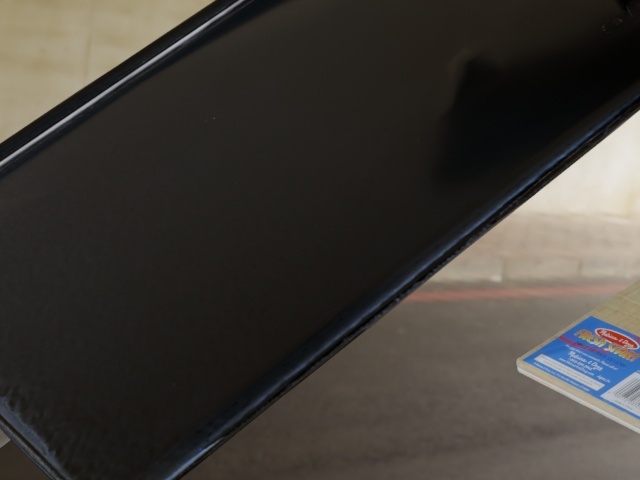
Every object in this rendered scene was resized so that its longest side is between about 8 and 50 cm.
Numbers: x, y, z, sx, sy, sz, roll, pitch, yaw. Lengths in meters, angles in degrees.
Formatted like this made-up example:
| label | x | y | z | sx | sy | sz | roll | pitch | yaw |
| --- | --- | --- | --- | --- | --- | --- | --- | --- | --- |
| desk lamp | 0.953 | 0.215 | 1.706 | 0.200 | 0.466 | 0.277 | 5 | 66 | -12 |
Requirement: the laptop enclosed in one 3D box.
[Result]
| label | x | y | z | sx | sy | sz | roll | pitch | yaw |
| --- | --- | --- | --- | --- | --- | --- | --- | --- | --- |
| laptop | 0.000 | 0.000 | 0.693 | 0.236 | 0.382 | 0.408 | 46 | -21 | 21 |

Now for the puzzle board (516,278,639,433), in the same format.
| label | x | y | z | sx | sy | sz | roll | pitch | yaw |
| --- | --- | --- | --- | --- | --- | --- | --- | --- | --- |
| puzzle board | 0.132 | 0.035 | 0.397 | 0.096 | 0.011 | 0.128 | -30 | 29 | -23 |
